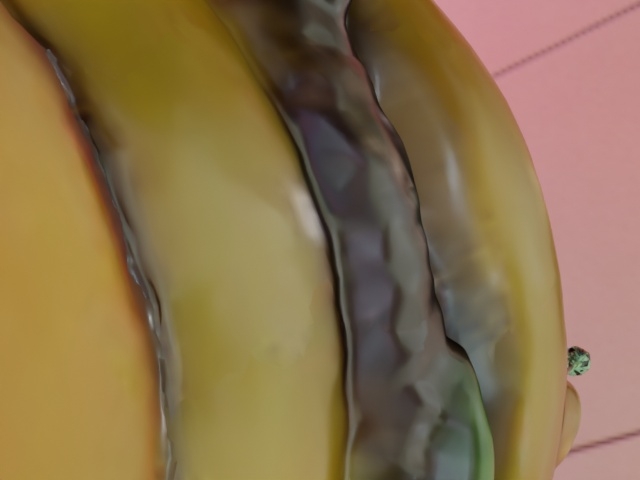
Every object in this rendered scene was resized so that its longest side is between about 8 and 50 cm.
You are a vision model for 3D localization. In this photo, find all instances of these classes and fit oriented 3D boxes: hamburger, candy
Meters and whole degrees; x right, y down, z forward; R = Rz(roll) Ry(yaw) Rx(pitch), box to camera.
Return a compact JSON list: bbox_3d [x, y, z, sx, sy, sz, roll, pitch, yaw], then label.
[{"bbox_3d":[-0.103,0.030,0.768,0.396,0.277,0.395,4,97,38],"label":"hamburger"},{"bbox_3d":[0.182,0.093,1.398,0.025,0.083,0.023,39,104,9],"label":"candy"}]
